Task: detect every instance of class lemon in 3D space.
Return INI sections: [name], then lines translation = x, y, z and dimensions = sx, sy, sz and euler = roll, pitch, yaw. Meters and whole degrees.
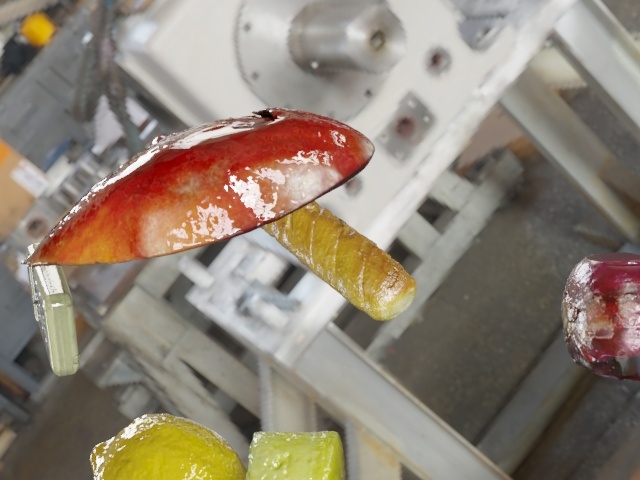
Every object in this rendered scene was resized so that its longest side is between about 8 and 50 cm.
[lemon]
translation = -0.181, 0.316, 1.505
dimensions = 0.192, 0.231, 0.192
euler = -55, -7, -10

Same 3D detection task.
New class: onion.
[onion]
translation = 0.421, 0.088, 1.572
dimensions = 0.218, 0.140, 0.195
euler = -3, 11, -1

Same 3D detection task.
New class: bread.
[bread]
translation = -0.027, 0.272, 1.385
dimensions = 0.111, 0.114, 0.129
euler = 90, -176, -47

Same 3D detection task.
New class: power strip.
[power strip]
translation = -0.239, 0.056, 1.086
dimensions = 0.028, 0.076, 0.169
euler = -9, 19, -16

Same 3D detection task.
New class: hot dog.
[hot dog]
translation = 0.000, 0.003, 1.532
dimensions = 0.285, 0.061, 0.088
euler = 32, 83, 32

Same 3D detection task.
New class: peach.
[peach]
translation = -0.100, -0.050, 0.912
dimensions = 0.279, 0.068, 0.189
euler = -18, 17, -1
